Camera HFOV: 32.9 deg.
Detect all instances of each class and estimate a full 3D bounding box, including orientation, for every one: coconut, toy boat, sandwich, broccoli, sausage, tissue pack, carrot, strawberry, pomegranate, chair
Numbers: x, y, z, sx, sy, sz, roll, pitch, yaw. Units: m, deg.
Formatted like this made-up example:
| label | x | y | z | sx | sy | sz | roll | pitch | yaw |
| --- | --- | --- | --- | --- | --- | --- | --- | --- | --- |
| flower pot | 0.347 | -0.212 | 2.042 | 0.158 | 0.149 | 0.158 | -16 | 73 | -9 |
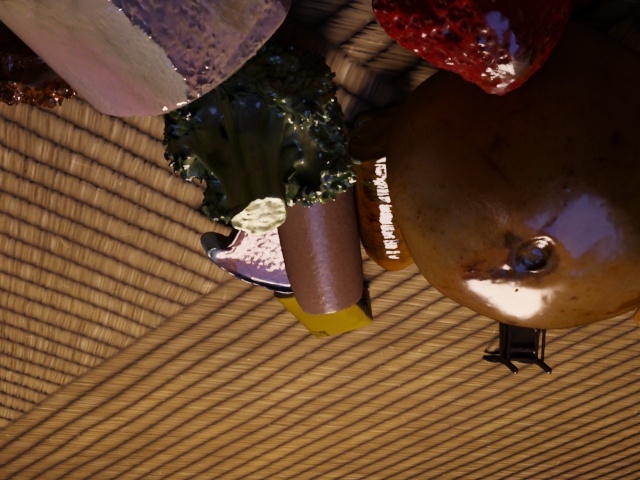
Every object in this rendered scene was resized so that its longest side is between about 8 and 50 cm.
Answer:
| label | x | y | z | sx | sy | sz | roll | pitch | yaw |
| --- | --- | --- | --- | --- | --- | --- | --- | --- | --- |
| coconut | -0.179 | -0.283 | 1.128 | 0.297 | 0.297 | 0.309 | -23 | 142 | 25 |
| toy boat | -0.074 | -0.001 | 1.751 | 0.227 | 0.085 | 0.155 | 21 | 121 | -22 |
| sandwich | -0.333 | -0.233 | 1.327 | 0.235 | 0.159 | 0.079 | 5 | 130 | 31 |
| broccoli | -0.074 | -0.135 | 1.418 | 0.235 | 0.260 | 0.288 | -37 | 142 | -12 |
| sausage | 0.000 | 0.000 | 1.636 | 0.123 | 0.123 | 0.253 | -8 | 123 | 5 |
| tissue pack | 0.006 | 0.098 | 1.888 | 0.120 | 0.082 | 0.169 | -17 | 144 | 19 |
| carrot | 0.101 | -0.069 | 1.628 | 0.114 | 0.114 | 0.302 | -8 | 143 | 5 |
| strawberry | 0.176 | -0.284 | 1.182 | 0.257 | 0.277 | 0.257 | -6 | 147 | -4 |
| pomegranate | 0.291 | -0.084 | 1.408 | 0.416 | 0.417 | 0.417 | -3 | 146 | -2 |
| chair | 0.376 | 0.193 | 2.087 | 0.084 | 0.101 | 0.212 | 3 | -178 | -9 |

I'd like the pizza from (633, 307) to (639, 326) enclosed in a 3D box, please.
| label | x | y | z | sx | sy | sz | roll | pitch | yaw |
| --- | --- | --- | --- | --- | --- | --- | --- | --- | --- |
| pizza | 0.742 | 0.101 | 1.969 | 0.335 | 0.086 | 0.226 | -25 | 145 | 30 |
